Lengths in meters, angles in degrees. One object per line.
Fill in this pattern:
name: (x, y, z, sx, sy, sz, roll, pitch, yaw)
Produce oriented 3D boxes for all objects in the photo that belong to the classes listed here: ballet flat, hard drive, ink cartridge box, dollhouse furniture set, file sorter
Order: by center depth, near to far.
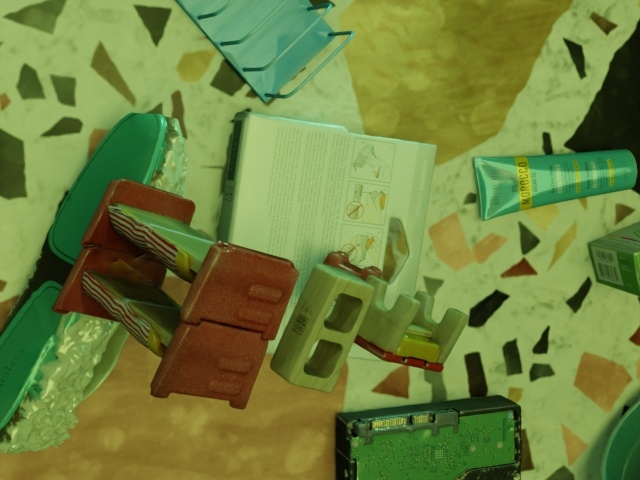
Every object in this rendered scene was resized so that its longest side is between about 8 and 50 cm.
dollhouse furniture set: (-0.054, 0.076, 1.238, 0.374, 0.201, 0.152, 18, 99, -43)
ballet flat: (-0.248, 0.052, 1.307, 0.147, 0.147, 0.409, 31, 90, -20)
file sorter: (-0.062, -0.256, 1.325, 0.118, 0.104, 0.170, -45, 108, -9)
ink cartridge box: (0.000, 0.000, 1.406, 0.238, 0.060, 0.275, 7, 94, -21)
hard drive: (0.137, 0.374, 1.502, 0.236, 0.064, 0.339, -5, 100, -19)
ink cartridge box: (0.467, 0.002, 1.542, 0.209, 0.109, 0.062, -20, 104, -16)

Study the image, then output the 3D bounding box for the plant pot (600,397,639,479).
plant pot: (0.542, 0.348, 1.549, 0.271, 0.271, 0.255, -46, 124, -8)

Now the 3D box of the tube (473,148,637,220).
tube: (0.296, -0.078, 1.508, 0.207, 0.052, 0.080, -8, 91, -12)
